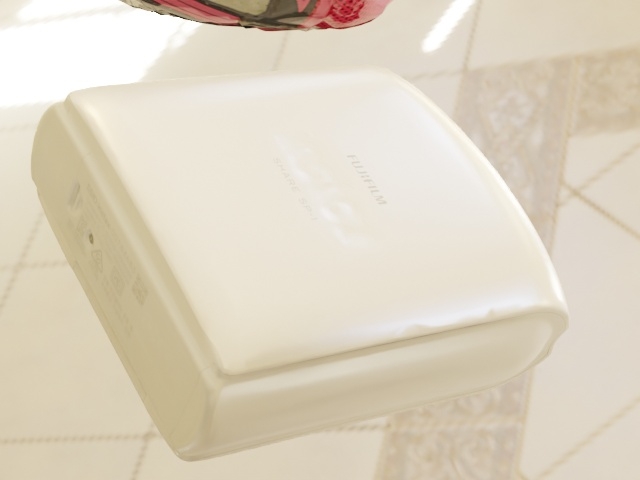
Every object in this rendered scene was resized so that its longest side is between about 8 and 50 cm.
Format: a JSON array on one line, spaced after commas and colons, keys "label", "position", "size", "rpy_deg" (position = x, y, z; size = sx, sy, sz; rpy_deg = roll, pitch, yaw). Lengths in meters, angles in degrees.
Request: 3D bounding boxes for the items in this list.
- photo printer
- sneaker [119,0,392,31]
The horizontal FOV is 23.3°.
[{"label": "photo printer", "position": [0.000, 0.000, 1.008], "size": [0.307, 0.107, 0.256], "rpy_deg": [-8, 52, -34]}, {"label": "sneaker", "position": [0.004, -0.164, 0.422], "size": [0.112, 0.121, 0.299], "rpy_deg": [19, 56, 6]}]
